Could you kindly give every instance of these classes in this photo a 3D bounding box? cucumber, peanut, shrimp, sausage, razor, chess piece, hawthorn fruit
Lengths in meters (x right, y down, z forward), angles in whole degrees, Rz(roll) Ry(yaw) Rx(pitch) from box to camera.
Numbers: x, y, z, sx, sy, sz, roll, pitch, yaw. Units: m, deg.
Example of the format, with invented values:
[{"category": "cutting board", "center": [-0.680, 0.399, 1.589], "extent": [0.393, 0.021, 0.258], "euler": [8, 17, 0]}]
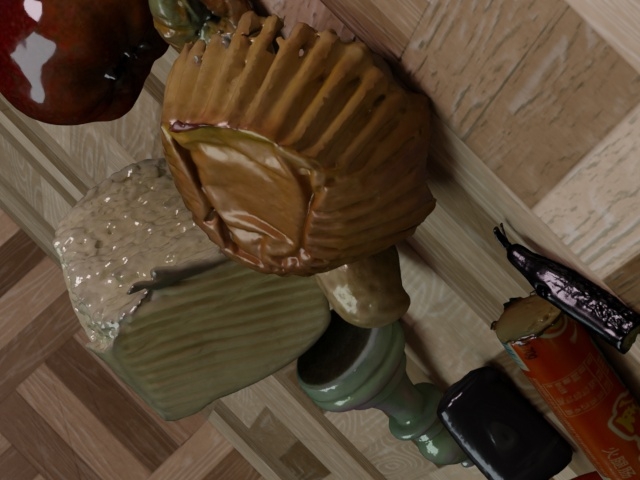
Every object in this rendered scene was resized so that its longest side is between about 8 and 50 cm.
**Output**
[{"category": "cucumber", "center": [0.209, 0.042, 1.506], "extent": [0.163, 0.039, 0.043], "euler": [34, 140, 33]}, {"category": "peanut", "center": [0.000, 0.000, 1.811], "extent": [0.236, 0.120, 0.110], "euler": [48, 129, 15]}, {"category": "shrimp", "center": [-0.114, -0.232, 1.637], "extent": [0.145, 0.061, 0.267], "euler": [27, 154, 30]}, {"category": "sausage", "center": [0.257, 0.157, 1.610], "extent": [0.264, 0.083, 0.083], "euler": [52, 164, -25]}, {"category": "razor", "center": [0.196, 0.209, 1.882], "extent": [0.148, 0.090, 0.054], "euler": [47, 175, -3]}, {"category": "chess piece", "center": [0.102, 0.196, 2.081], "extent": [0.272, 0.139, 0.139], "euler": [43, 169, -32]}, {"category": "hawthorn fruit", "center": [-0.284, -0.235, 1.803], "extent": [0.248, 0.208, 0.208], "euler": [28, 159, 23]}]

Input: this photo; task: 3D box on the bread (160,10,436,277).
[{"category": "bread", "center": [-0.028, -0.071, 1.540], "extent": [0.274, 0.149, 0.274], "euler": [21, 150, 13]}]

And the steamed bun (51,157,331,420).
[{"category": "steamed bun", "center": [-0.150, 0.030, 2.009], "extent": [0.273, 0.290, 0.272], "euler": [80, 167, -44]}]

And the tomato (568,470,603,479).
[{"category": "tomato", "center": [0.309, 0.302, 1.723], "extent": [0.233, 0.139, 0.200], "euler": [14, -174, -19]}]
